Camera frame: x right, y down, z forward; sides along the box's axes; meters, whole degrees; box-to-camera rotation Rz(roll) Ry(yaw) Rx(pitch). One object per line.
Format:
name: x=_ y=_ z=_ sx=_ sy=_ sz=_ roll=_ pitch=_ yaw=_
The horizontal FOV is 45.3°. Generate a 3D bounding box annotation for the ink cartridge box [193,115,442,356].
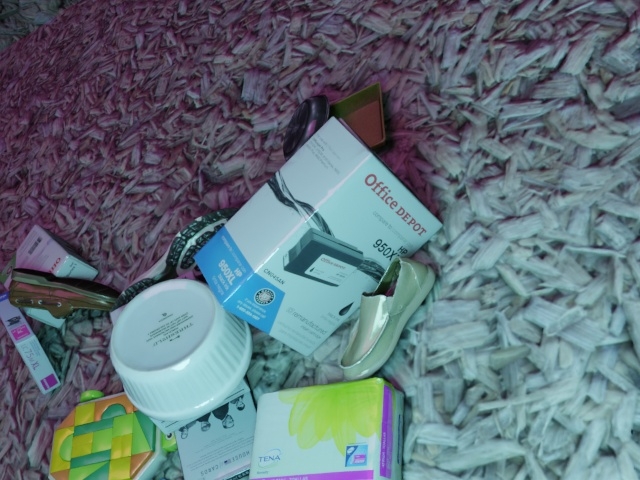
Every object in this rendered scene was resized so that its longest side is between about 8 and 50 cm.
ink cartridge box: x=0.000 y=0.000 z=1.501 sx=0.395 sy=0.285 sz=0.166 roll=-45 pitch=45 yaw=7

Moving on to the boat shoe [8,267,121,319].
boat shoe: x=-0.679 y=0.155 z=2.046 sx=0.307 sy=0.111 sz=0.104 roll=13 pitch=95 yaw=7

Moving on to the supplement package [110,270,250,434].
supplement package: x=-0.301 y=0.233 z=1.622 sx=0.204 sy=0.145 sz=0.262 roll=-28 pitch=45 yaw=-4

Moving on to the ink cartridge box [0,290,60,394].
ink cartridge box: x=-0.812 y=0.263 z=2.089 sx=0.065 sy=0.185 sz=0.311 roll=-30 pitch=38 yaw=-24

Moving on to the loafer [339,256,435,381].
loafer: x=0.109 y=0.140 z=1.442 sx=0.268 sy=0.092 sz=0.102 roll=-56 pitch=19 yaw=-12

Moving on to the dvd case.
dvd case: x=-0.210 y=0.388 z=1.568 sx=0.179 sy=0.029 sz=0.238 roll=-24 pitch=46 yaw=-1

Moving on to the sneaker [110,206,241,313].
sneaker: x=-0.320 y=0.058 z=1.834 sx=0.410 sy=0.158 sz=0.182 roll=-38 pitch=10 yaw=3

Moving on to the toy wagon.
toy wagon: x=-0.423 y=0.432 z=1.665 sx=0.344 sy=0.068 sz=0.267 roll=-16 pitch=52 yaw=12

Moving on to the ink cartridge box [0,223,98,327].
ink cartridge box: x=-0.795 y=0.101 z=2.229 sx=0.278 sy=0.117 sz=0.201 roll=29 pitch=84 yaw=46

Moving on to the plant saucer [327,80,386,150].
plant saucer: x=0.076 y=-0.255 z=1.783 sx=0.188 sy=0.045 sz=0.188 roll=-22 pitch=50 yaw=28

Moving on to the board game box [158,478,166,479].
board game box: x=-0.361 y=0.582 z=1.608 sx=0.169 sy=0.033 sz=0.133 roll=-27 pitch=43 yaw=18

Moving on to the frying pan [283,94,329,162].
frying pan: x=-0.062 y=-0.203 z=1.844 sx=0.326 sy=0.053 sz=0.197 roll=-67 pitch=22 yaw=7

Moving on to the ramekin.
ramekin: x=-0.274 y=0.193 z=1.458 sx=0.273 sy=0.127 sz=0.273 roll=-11 pitch=47 yaw=11

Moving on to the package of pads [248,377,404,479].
package of pads: x=0.006 y=0.373 z=1.384 sx=0.297 sy=0.101 sz=0.229 roll=-16 pitch=54 yaw=32
